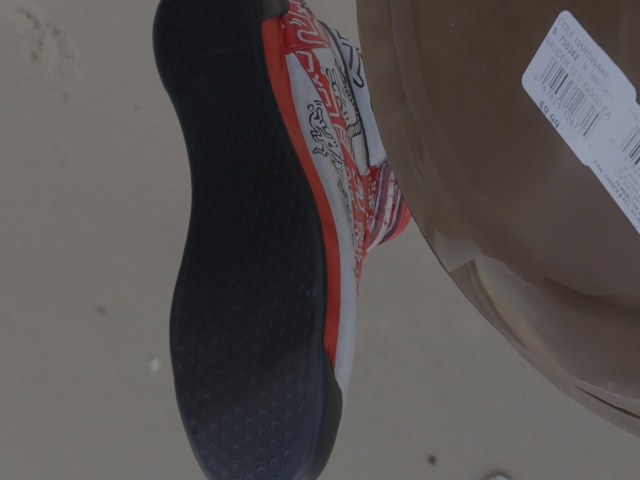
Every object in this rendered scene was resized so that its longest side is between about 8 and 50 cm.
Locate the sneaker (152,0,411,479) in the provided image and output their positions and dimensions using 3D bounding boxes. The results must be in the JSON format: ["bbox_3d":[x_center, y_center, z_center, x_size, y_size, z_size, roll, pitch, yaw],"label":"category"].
[{"bbox_3d":[0.001,-0.001,0.571,0.090,0.270,0.145,-26,149,28],"label":"sneaker"}]

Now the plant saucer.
[{"bbox_3d":[0.091,-0.075,0.295,0.278,0.041,0.278,15,109,54],"label":"plant saucer"}]
